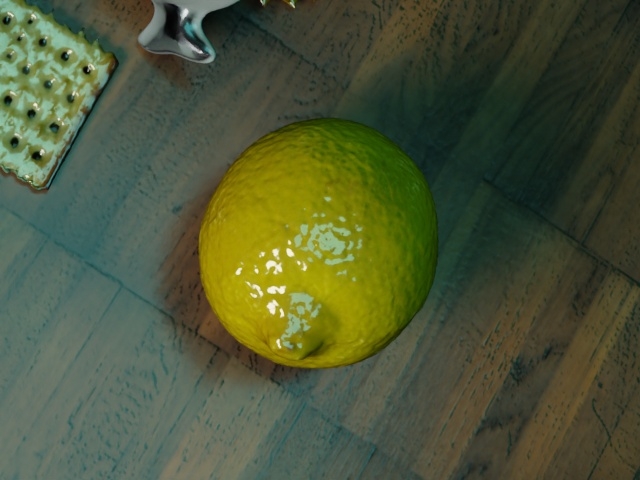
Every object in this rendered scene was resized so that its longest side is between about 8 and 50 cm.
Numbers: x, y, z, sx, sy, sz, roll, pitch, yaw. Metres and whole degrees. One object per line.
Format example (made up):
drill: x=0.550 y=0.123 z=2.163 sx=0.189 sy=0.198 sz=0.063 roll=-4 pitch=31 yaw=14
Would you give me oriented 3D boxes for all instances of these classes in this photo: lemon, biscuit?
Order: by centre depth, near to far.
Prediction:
lemon: x=0.000 y=0.000 z=1.218 sx=0.186 sy=0.187 sz=0.244 roll=32 pitch=42 yaw=-9
biscuit: x=-0.288 y=-0.152 z=1.244 sx=0.231 sy=0.016 sz=0.139 roll=30 pitch=75 yaw=-10

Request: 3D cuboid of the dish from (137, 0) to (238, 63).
dish: x=-0.115 y=-0.266 z=1.222 sx=0.078 sy=0.224 sz=0.246 roll=-5 pitch=108 yaw=-57

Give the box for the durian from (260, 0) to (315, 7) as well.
durian: x=-0.022 y=-0.281 z=1.307 sx=0.182 sy=0.165 sz=0.132 roll=5 pitch=37 yaw=-37
